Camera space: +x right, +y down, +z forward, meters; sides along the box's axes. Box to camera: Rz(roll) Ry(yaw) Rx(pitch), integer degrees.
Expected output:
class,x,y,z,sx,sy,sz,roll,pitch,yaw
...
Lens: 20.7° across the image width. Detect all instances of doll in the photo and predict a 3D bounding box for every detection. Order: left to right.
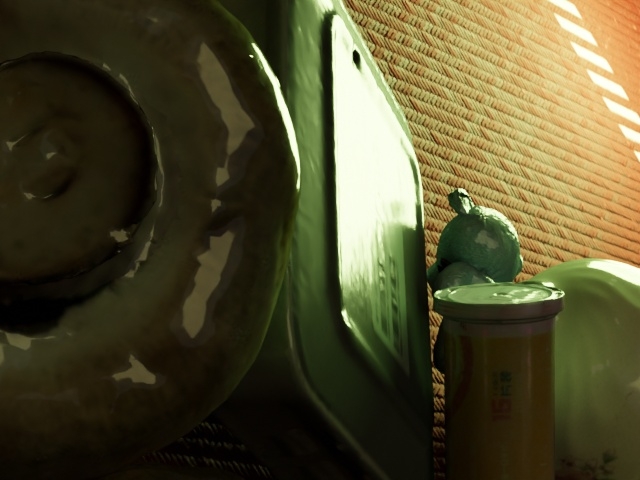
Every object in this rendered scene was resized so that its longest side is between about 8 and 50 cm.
class,x,y,z,sx,sy,sz,roll,pitch,yaw
doll,0.124,0.049,1.554,0.120,0.075,0.179,51,51,-41

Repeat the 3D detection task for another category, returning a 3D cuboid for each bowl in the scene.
class,x,y,z,sx,sy,sz,roll,pitch,yaw
bowl,0.217,0.128,1.610,0.145,0.277,0.277,34,45,-20

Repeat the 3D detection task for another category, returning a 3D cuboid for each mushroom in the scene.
class,x,y,z,sx,sy,sz,roll,pitch,yaw
mushroom,-0.179,-0.018,1.067,0.352,0.260,0.352,1,86,-12

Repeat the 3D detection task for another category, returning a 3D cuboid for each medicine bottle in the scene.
class,x,y,z,sx,sy,sz,roll,pitch,yaw
medicine bottle,0.148,0.253,1.458,0.108,0.108,0.426,-11,103,-56

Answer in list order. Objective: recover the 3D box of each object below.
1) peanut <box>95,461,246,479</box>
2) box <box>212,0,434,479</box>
class,x,y,z,sx,sy,sz,roll,pitch,yaw
peanut,-0.110,0.206,1.255,0.194,0.083,0.093,11,63,-53
box,0.001,0.001,1.393,0.396,0.111,0.396,54,29,-60
